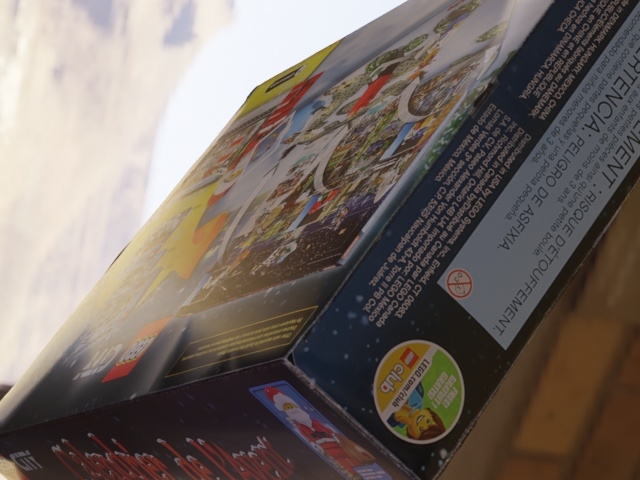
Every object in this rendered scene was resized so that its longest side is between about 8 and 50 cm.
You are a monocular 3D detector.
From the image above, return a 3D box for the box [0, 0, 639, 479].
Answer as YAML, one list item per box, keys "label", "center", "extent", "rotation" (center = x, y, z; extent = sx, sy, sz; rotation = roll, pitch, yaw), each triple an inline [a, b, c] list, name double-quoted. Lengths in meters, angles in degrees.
- label: "box"
  center: [0.000, 0.000, 0.526]
  extent: [0.159, 0.044, 0.233]
  rotation: [-53, -165, -24]
